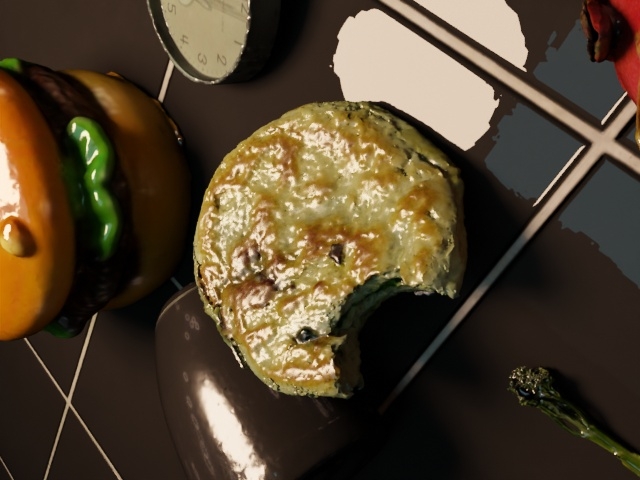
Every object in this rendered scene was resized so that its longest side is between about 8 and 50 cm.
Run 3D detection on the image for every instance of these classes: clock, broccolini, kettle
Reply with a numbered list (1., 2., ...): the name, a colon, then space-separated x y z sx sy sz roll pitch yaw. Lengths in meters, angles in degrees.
1. clock: -0.129 -0.283 0.614 0.215 0.042 0.214 25 127 39
2. broccolini: 0.257 0.186 0.472 0.218 0.044 0.042 40 108 17
3. kettle: -0.100 0.190 0.649 0.290 0.208 0.268 48 132 28

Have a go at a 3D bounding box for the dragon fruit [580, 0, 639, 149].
1. dragon fruit: 0.273 -0.141 0.245 0.306 0.226 0.305 12 111 35

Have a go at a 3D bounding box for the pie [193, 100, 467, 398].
1. pie: -0.004 -0.006 0.533 0.303 0.067 0.302 -10 68 26

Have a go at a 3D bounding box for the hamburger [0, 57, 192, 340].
1. hamburger: -0.407 -0.053 0.773 0.396 0.278 0.395 10 106 36
